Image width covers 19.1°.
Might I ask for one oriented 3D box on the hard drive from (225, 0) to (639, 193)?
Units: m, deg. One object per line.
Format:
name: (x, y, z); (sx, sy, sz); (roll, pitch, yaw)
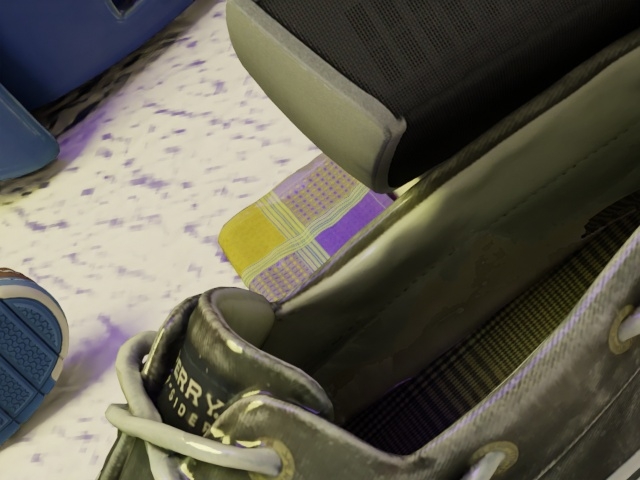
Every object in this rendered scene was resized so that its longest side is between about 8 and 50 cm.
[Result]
hard drive: (0.064, -0.074, 0.533); (0.172, 0.054, 0.254); (-31, -3, 3)

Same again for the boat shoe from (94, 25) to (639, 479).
boat shoe: (-0.002, 0.055, 0.479); (0.335, 0.119, 0.121); (-39, 35, -7)

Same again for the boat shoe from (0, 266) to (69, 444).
boat shoe: (-0.171, 0.056, 0.663); (0.183, 0.066, 0.066); (-30, 33, 6)

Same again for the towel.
towel: (0.000, 0.000, 0.641); (0.060, 0.009, 0.083); (-34, 34, -1)

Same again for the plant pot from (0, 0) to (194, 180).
plant pot: (-0.194, -0.154, 0.801); (0.236, 0.236, 0.212); (6, 58, 44)
